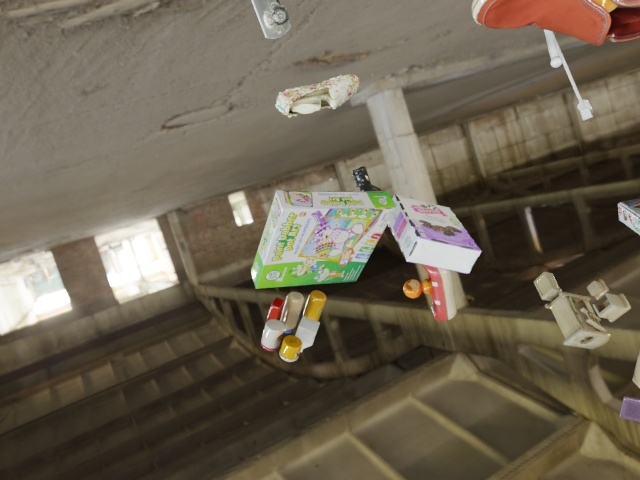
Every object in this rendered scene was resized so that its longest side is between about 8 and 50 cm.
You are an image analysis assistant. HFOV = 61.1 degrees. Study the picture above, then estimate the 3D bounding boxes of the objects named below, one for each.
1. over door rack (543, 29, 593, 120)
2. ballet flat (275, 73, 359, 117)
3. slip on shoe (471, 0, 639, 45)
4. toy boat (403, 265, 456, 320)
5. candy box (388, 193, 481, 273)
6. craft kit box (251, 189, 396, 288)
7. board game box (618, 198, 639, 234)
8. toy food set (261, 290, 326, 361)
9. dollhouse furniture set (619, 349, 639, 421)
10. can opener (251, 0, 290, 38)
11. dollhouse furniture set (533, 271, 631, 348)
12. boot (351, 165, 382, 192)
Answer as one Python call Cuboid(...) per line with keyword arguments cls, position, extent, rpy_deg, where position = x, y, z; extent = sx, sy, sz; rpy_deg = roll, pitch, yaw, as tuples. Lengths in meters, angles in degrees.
Cuboid(cls="over door rack", position=(0.585, -0.387, 1.056), extent=(0.239, 0.324, 0.108), rpy_deg=(-19, -140, 36))
Cuboid(cls="ballet flat", position=(0.001, -0.373, 1.435), extent=(0.240, 0.077, 0.091), rpy_deg=(-18, 140, -9))
Cuboid(cls="slip on shoe", position=(0.385, -0.334, 0.771), extent=(0.330, 0.102, 0.123), rpy_deg=(5, 169, 16))
Cuboid(cls="toy boat", position=(0.335, 0.142, 1.700), extent=(0.151, 0.231, 0.151), rpy_deg=(-10, -165, 7))
Cuboid(cls="candy box", position=(0.259, -0.019, 1.282), extent=(0.164, 0.070, 0.196), rpy_deg=(11, -149, -19))
Cuboid(cls="craft kit box", position=(0.000, 0.000, 1.129), extent=(0.246, 0.061, 0.250), rpy_deg=(0, 139, -22))
Cuboid(cls="board game box", position=(0.881, -0.068, 1.239), extent=(0.305, 0.053, 0.193), rpy_deg=(-11, -161, 10))
Cuboid(cls="toy food set", position=(-0.066, 0.196, 1.167), extent=(0.111, 0.105, 0.232), rpy_deg=(19, -153, 3))
Cuboid(cls="dollhouse furniture set", position=(0.445, 0.170, 0.701), extent=(0.090, 0.115, 0.081), rpy_deg=(7, -149, 22))
Cuboid(cls="can opener", position=(-0.157, -0.650, 1.363), extent=(0.075, 0.284, 0.095), rpy_deg=(-28, -149, -9))
Cuboid(cls="dollhouse furniture set", position=(0.610, 0.125, 1.238), extent=(0.101, 0.182, 0.161), rpy_deg=(11, 135, -21))
Cuboid(cls="boot", position=(0.150, -0.188, 1.746), extent=(0.045, 0.099, 0.121), rpy_deg=(-22, 177, 33))
